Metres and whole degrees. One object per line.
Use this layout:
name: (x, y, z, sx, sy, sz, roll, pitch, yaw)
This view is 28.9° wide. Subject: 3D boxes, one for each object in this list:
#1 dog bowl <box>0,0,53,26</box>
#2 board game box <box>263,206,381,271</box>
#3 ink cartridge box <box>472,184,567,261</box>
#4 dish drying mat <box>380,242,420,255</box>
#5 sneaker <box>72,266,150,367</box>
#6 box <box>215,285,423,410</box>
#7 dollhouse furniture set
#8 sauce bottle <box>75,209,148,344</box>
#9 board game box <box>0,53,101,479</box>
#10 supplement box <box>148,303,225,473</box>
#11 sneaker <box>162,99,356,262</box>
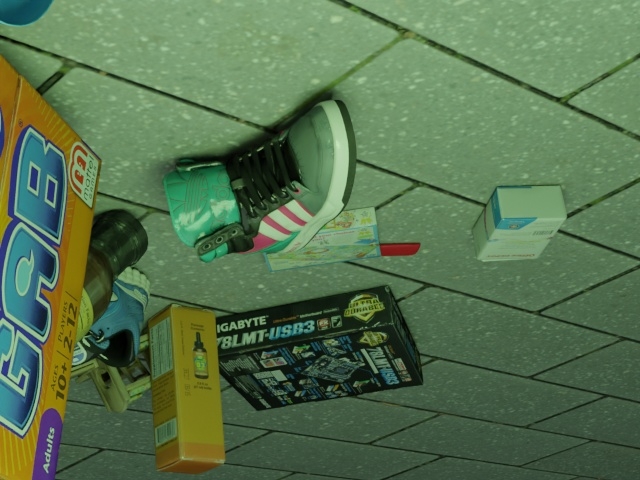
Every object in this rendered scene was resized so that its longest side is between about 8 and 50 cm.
dog bowl: (-0.289, -0.261, 0.861, 0.074, 0.166, 0.297, -5, 157, 22)
board game box: (0.000, 0.000, 1.634, 0.154, 0.026, 0.103, -8, 155, 2)
ink cartridge box: (0.258, -0.022, 1.626, 0.088, 0.052, 0.122, -1, 153, -11)
dish drying mat: (0.094, 0.013, 1.709, 0.083, 0.008, 0.032, -1, 153, -13)
sneaker: (-0.320, 0.079, 1.579, 0.129, 0.147, 0.330, -18, 152, 22)
box: (-0.003, 0.179, 1.961, 0.293, 0.073, 0.295, -12, 154, 9)
dollhouse furniture set: (-0.330, 0.221, 1.848, 0.182, 0.101, 0.161, -20, 171, -45)
sauce bottle: (-0.311, 0.076, 1.401, 0.111, 0.344, 0.111, 12, 123, 19)
board game box: (-0.450, 0.019, 1.106, 0.356, 0.357, 0.356, -3, 156, 16)
supplement box: (-0.195, 0.215, 1.798, 0.078, 0.234, 0.080, 12, 152, -36)
sneaker: (-0.082, -0.061, 1.385, 0.178, 0.124, 0.295, -7, 158, -22)
